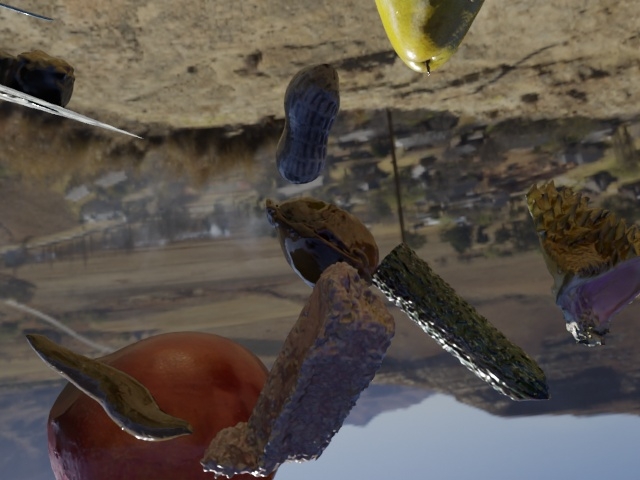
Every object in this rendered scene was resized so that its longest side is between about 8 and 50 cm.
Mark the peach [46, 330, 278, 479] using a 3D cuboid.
[{"bbox_3d":[-0.249,0.322,1.180,0.389,0.387,0.388,-7,168,-2],"label":"peach"}]

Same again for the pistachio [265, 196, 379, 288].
[{"bbox_3d":[0.000,0.000,1.117,0.210,0.130,0.165,37,167,3],"label":"pistachio"}]

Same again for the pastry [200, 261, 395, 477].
[{"bbox_3d":[-0.012,0.152,0.755,0.112,0.265,0.103,30,-162,-17],"label":"pastry"}]

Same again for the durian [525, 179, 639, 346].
[{"bbox_3d":[0.363,0.007,1.014,0.185,0.195,0.305,-42,142,18],"label":"durian"}]

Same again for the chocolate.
[{"bbox_3d":[-0.017,-0.147,0.916,0.072,0.072,0.166,-2,128,-22],"label":"chocolate"}]

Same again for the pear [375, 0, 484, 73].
[{"bbox_3d":[0.230,-0.461,1.580,0.267,0.177,0.267,4,-161,-1],"label":"pear"}]

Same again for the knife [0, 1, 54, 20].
[{"bbox_3d":[-0.556,-0.376,1.057,0.313,0.019,0.044,15,-166,-17],"label":"knife"}]

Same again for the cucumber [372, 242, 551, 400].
[{"bbox_3d":[0.241,0.151,1.228,0.096,0.359,0.096,-45,168,-12],"label":"cucumber"}]

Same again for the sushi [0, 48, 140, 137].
[{"bbox_3d":[-0.327,-0.170,0.612,0.264,0.050,0.290,18,-179,31],"label":"sushi"}]

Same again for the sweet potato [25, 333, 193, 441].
[{"bbox_3d":[-0.275,0.195,0.933,0.250,0.059,0.069,33,171,8],"label":"sweet potato"}]
